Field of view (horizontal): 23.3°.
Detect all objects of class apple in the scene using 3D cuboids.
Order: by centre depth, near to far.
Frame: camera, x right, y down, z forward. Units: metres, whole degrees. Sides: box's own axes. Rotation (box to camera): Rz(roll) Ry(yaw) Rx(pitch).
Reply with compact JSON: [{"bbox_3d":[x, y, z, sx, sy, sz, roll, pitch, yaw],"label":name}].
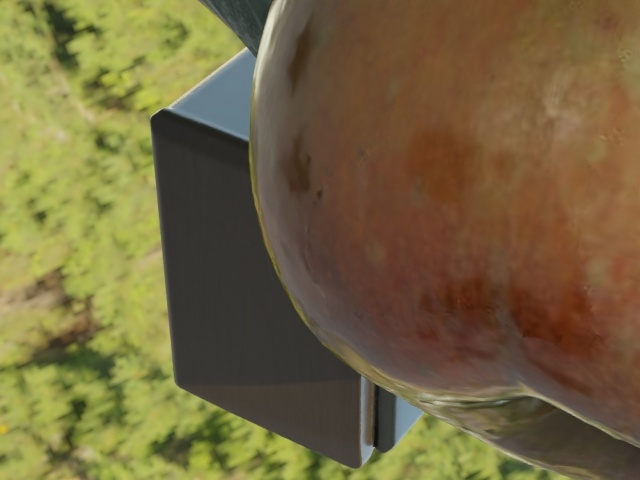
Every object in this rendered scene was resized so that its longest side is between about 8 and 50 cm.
[{"bbox_3d":[0.155,-0.056,0.585,0.338,0.305,0.338,21,-10,4],"label":"apple"}]

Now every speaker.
[{"bbox_3d":[0.000,0.000,1.030,0.192,0.153,0.231,23,-45,26],"label":"speaker"}]

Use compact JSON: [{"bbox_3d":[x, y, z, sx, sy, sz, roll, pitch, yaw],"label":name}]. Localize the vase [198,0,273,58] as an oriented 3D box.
[{"bbox_3d":[0.010,-0.102,0.831,0.219,0.096,0.096,51,-14,5],"label":"vase"}]
